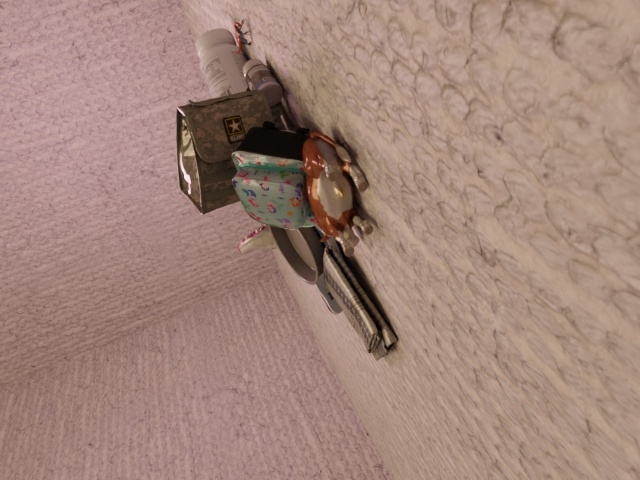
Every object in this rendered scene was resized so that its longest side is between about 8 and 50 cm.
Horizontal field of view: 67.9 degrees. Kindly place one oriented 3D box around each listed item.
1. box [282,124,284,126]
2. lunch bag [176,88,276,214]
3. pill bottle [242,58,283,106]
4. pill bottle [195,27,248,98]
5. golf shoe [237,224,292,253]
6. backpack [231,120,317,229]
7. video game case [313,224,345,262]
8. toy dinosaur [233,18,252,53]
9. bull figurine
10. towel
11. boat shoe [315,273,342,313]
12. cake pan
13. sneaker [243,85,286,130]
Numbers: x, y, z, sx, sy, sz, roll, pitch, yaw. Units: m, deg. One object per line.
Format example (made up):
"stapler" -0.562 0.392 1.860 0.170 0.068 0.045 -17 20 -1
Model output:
"box" -0.230 -0.337 1.600 0.293 0.201 0.057 123 162 -79
"lunch bag" -0.250 -0.247 1.264 0.169 0.235 0.287 43 142 34
"pill bottle" -0.164 -0.442 1.325 0.078 0.078 0.137 81 163 -55
"pill bottle" -0.308 -0.549 1.596 0.160 0.160 0.283 122 126 -78
"golf shoe" -0.159 -0.006 1.714 0.140 0.306 0.115 60 -160 -8
"backpack" -0.089 -0.137 1.185 0.253 0.225 0.191 74 -148 -57
"video game case" 0.000 0.000 1.512 0.285 0.025 0.204 44 162 58
"toy dinosaur" -0.233 -0.596 1.384 0.047 0.090 0.082 43 -169 30
"bull figurine" 0.036 -0.081 1.037 0.188 0.101 0.310 46 160 54
"towel" 0.096 0.201 1.385 0.324 0.056 0.312 55 167 19
"boat shoe" 0.025 0.202 1.831 0.183 0.065 0.083 64 168 10
"cake pan" -0.076 0.006 1.538 0.293 0.054 0.293 47 156 28
"sneaker" -0.151 -0.328 1.406 0.118 0.110 0.292 121 126 -72
